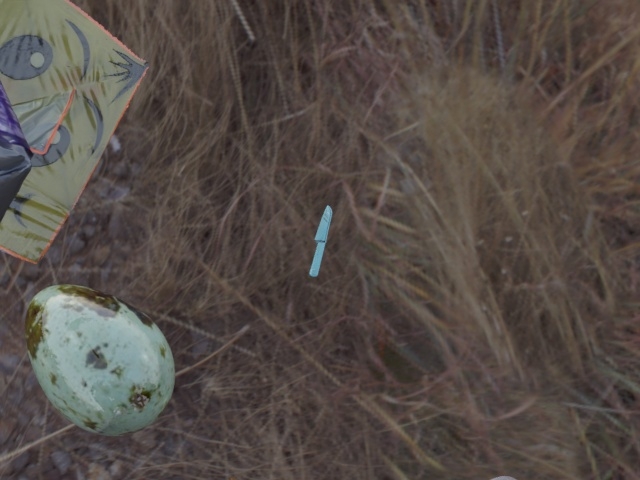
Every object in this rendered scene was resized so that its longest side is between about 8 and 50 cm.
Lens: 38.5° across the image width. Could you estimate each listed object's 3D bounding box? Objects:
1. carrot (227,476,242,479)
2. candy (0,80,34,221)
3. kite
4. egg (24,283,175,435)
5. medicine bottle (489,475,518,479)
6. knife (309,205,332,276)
[{"bbox_3d":[-0.022,0.373,1.239,0.224,0.057,0.057,15,70,-8],"label":"carrot"},{"bbox_3d":[-0.204,-0.119,0.373,0.088,0.061,0.312,15,33,-46],"label":"candy"},{"bbox_3d":[-0.318,-0.147,0.961,0.327,0.013,0.378,-23,123,-35],"label":"kite"},{"bbox_3d":[-0.296,0.155,1.219,0.231,0.169,0.169,47,65,-12],"label":"egg"},{"bbox_3d":[0.304,0.444,1.108,0.241,0.302,0.241,-20,120,-37],"label":"medicine bottle"},{"bbox_3d":[0.000,0.000,1.052,0.014,0.005,0.091,11,67,8],"label":"knife"}]
